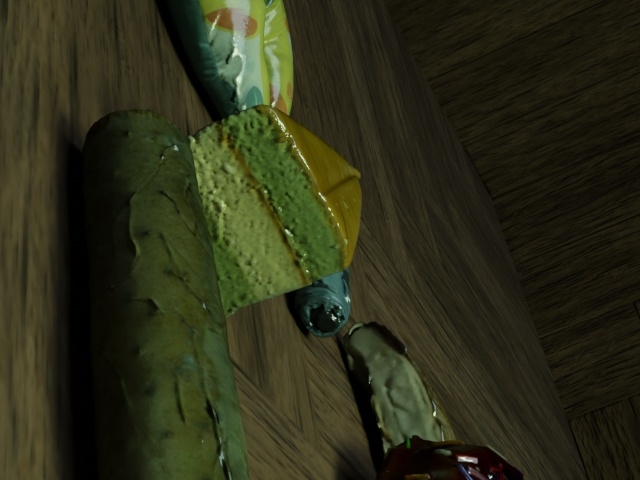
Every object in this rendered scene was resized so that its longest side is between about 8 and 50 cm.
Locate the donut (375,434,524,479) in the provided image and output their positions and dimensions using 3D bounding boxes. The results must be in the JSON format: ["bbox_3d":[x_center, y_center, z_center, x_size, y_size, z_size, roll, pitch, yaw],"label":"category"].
[{"bbox_3d":[0.122,0.269,0.968,0.235,0.089,0.235,34,47,-47],"label":"donut"}]

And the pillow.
[{"bbox_3d":[-0.078,-0.198,1.118,0.233,0.086,0.214,-50,126,-78],"label":"pillow"}]

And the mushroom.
[{"bbox_3d":[0.085,0.176,1.119,0.094,0.072,0.210,53,18,-64],"label":"mushroom"}]

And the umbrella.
[{"bbox_3d":[-0.002,0.000,1.124,0.053,0.052,0.250,23,31,-18],"label":"umbrella"}]

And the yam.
[{"bbox_3d":[-0.083,0.073,0.623,0.083,0.083,0.372,51,18,-49],"label":"yam"}]

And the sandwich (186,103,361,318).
[{"bbox_3d":[-0.047,-0.052,0.880,0.187,0.117,0.144,-83,150,-64],"label":"sandwich"}]
